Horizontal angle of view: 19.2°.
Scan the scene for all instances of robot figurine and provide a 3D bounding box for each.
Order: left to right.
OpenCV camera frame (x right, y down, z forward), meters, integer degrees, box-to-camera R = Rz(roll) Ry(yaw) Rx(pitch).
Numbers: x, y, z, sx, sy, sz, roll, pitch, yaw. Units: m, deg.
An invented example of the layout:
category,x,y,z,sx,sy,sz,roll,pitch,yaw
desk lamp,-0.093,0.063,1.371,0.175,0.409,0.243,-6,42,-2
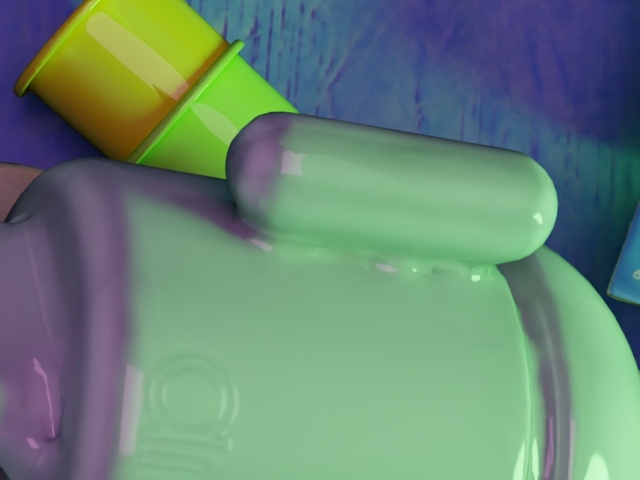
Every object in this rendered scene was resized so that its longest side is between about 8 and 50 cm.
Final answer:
category,x,y,z,sx,sy,sz,roll,pitch,yaw
robot figurine,-0.016,0.080,0.761,0.353,0.300,0.200,8,38,-24

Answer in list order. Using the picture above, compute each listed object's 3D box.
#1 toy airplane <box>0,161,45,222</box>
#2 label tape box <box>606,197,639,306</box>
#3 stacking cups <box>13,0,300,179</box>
category,x,y,z,sx,sy,sz,roll,pitch,yaw
toy airplane,-0.351,-0.008,0.760,0.384,0.272,0.386,-43,122,3
label tape box,0.298,-0.065,0.944,0.241,0.106,0.333,20,71,8
stacking cups,0.000,0.000,0.905,0.316,0.096,0.096,43,74,-4
